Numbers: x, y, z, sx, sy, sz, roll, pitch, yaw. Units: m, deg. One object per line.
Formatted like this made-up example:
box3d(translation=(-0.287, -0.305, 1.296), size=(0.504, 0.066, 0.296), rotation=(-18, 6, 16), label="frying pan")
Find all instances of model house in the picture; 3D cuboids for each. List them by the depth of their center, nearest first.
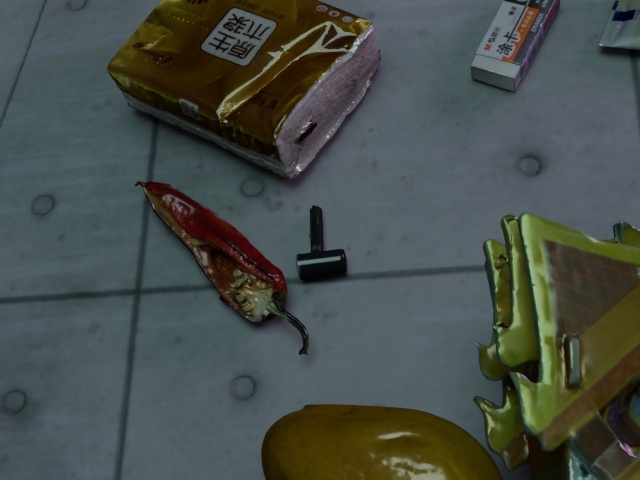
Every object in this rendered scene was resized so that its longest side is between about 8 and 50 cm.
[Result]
box3d(translation=(0.284, 0.064, 0.976), size=(0.357, 0.242, 0.313), rotation=(-38, 82, -10), label="model house")

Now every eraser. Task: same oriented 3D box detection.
box3d(translation=(0.201, -0.212, 1.344), size=(0.052, 0.029, 0.122), rotation=(20, 64, 22), label="eraser")

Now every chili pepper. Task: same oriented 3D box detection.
box3d(translation=(-0.090, 0.017, 1.256), size=(0.050, 0.059, 0.268), rotation=(-12, 43, -43), label="chili pepper")

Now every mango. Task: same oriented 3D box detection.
box3d(translation=(0.053, 0.204, 1.075), size=(0.227, 0.109, 0.147), rotation=(26, 91, 24), label="mango")

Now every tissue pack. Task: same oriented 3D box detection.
box3d(translation=(-0.075, -0.180, 1.347), size=(0.226, 0.092, 0.183), rotation=(25, 67, 27), label="tissue pack")

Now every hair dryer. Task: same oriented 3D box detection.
box3d(translation=(0.000, 0.000, 1.262), size=(0.047, 0.026, 0.083), rotation=(-7, 50, 5), label="hair dryer")

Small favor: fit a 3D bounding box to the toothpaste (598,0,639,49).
box3d(translation=(0.436, -0.197, 1.276), size=(0.314, 0.058, 0.056), rotation=(13, 106, 23), label="toothpaste")
